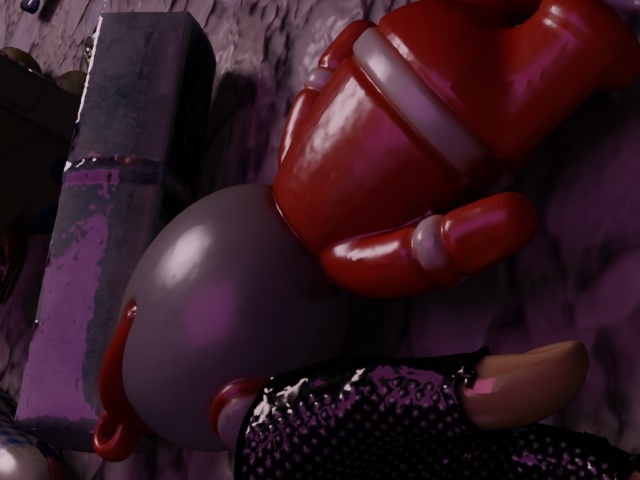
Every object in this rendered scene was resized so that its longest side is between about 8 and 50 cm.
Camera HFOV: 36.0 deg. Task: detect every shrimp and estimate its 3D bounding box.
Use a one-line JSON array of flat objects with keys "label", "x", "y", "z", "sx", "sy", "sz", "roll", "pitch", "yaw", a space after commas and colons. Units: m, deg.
[{"label": "shrimp", "x": -0.308, "y": 0.037, "z": 0.884, "sx": 0.127, "sy": 0.025, "sz": 0.091, "roll": -47, "pitch": 42, "yaw": 17}]

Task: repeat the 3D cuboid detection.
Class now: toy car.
[{"label": "toy car", "x": -0.357, "y": -0.099, "z": 0.844, "sx": 0.336, "sy": 0.242, "sz": 0.226, "roll": 23, "pitch": 85, "yaw": 49}]

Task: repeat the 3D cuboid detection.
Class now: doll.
[{"label": "doll", "x": 0.000, "y": 0.000, "z": 0.488, "sx": 0.336, "sy": 0.105, "sz": 0.199, "roll": -45, "pitch": 39, "yaw": 12}]

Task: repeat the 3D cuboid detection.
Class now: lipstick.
[{"label": "lipstick", "x": -0.127, "y": -0.008, "z": 0.640, "sx": 0.076, "sy": 0.077, "sz": 0.289, "roll": 3, "pitch": 69, "yaw": 12}]

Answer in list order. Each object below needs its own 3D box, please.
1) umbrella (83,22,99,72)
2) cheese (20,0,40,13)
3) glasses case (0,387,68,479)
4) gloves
[{"label": "umbrella", "x": -0.153, "y": -0.129, "z": 0.774, "sx": 0.067, "sy": 0.062, "sz": 0.143, "roll": 106, "pitch": 154, "yaw": -43}, {"label": "cheese", "x": -0.277, "y": -0.305, "z": 1.029, "sx": 0.095, "sy": 0.038, "sz": 0.145, "roll": 32, "pitch": 96, "yaw": 53}, {"label": "glasses case", "x": -0.271, "y": 0.167, "z": 0.724, "sx": 0.327, "sy": 0.076, "sz": 0.125, "roll": 21, "pitch": 85, "yaw": 52}, {"label": "gloves", "x": 0.063, "y": 0.108, "z": 0.370, "sx": 0.181, "sy": 0.106, "sz": 0.129, "roll": 2, "pitch": 70, "yaw": 20}]
